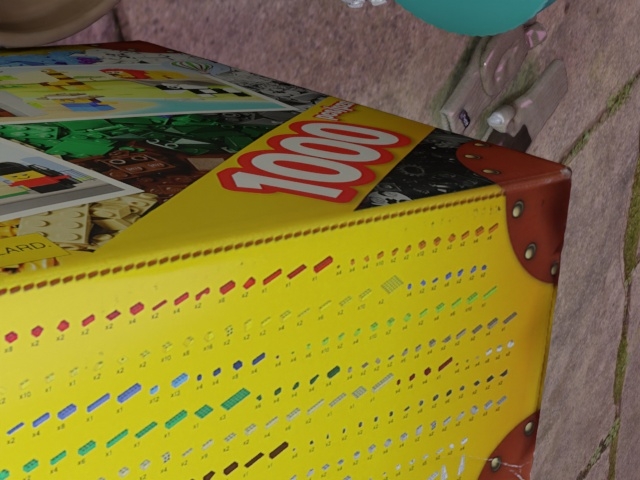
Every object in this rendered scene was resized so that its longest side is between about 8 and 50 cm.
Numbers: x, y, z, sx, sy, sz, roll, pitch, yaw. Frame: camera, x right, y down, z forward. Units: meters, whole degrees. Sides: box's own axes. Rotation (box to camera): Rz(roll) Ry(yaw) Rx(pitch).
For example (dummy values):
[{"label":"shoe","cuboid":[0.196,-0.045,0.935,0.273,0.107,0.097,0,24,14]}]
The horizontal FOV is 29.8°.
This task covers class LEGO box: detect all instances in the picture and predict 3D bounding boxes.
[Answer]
[{"label":"LEGO box","cuboid":[-0.189,0.040,0.558,0.500,0.372,0.193,-12,114,-41]}]

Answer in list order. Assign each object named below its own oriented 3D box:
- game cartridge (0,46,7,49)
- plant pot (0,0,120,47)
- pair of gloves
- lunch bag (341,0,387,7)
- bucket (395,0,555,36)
[{"label":"game cartridge","cuboid":[-0.311,0.016,0.774,0.355,0.068,0.230,-64,154,-3]},{"label":"plant pot","cuboid":[-0.196,-0.243,0.714,0.237,0.110,0.237,-36,138,-40]},{"label":"pair of gloves","cuboid":[0.227,-0.177,1.504,0.204,0.042,0.240,-56,147,-9]},{"label":"lunch bag","cuboid":[0.006,-0.292,0.710,0.256,0.212,0.305,-62,158,9]},{"label":"bucket","cuboid":[0.155,-0.328,1.059,0.183,0.281,0.281,-42,143,-33]}]
